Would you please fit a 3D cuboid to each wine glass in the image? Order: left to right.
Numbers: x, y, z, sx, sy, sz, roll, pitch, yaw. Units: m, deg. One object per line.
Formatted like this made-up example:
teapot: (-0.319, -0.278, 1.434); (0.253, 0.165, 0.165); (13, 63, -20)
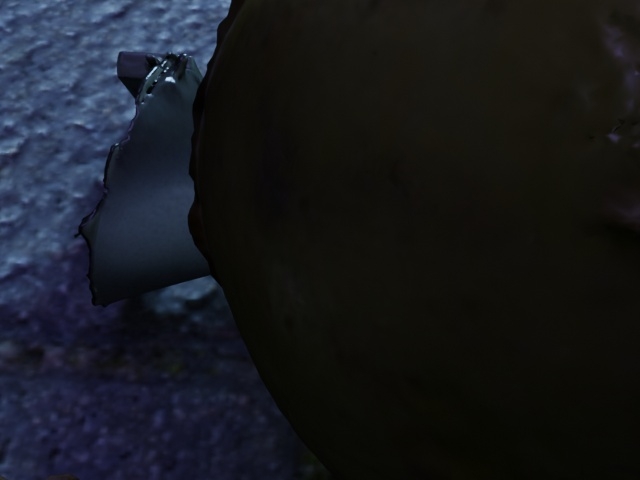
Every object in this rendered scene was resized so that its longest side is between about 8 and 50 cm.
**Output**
wine glass: (0.000, 0.000, 0.667); (0.232, 0.156, 0.156); (17, 51, 6)

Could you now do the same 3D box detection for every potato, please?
potato: (0.192, -0.011, 0.456); (0.442, 0.386, 0.319); (-18, 16, -13)

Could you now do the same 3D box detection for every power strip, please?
power strip: (-0.101, -0.102, 0.764); (0.050, 0.136, 0.019); (5, 86, 0)

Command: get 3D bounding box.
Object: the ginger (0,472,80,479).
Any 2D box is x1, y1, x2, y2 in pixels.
ginger: (-0.114, 0.194, 0.545); (0.258, 0.065, 0.149); (29, 56, 18)
